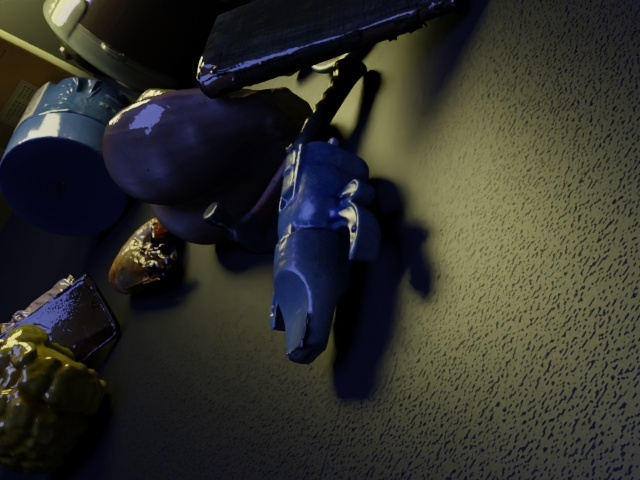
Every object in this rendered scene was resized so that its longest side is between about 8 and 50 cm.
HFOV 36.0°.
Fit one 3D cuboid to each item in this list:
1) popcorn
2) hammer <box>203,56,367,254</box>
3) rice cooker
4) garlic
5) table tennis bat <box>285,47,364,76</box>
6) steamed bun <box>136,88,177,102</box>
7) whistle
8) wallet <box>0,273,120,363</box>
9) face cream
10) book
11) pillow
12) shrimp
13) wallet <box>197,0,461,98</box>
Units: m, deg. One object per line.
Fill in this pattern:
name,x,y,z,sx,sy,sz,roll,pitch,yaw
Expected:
popcorn,-0.430,0.233,1.431,0.200,0.203,0.226,-59,13,-13
hammer,-0.024,-0.105,1.148,0.033,0.111,0.288,-10,46,57
rice cooker,-0.366,-0.472,1.973,0.325,0.335,0.335,-54,24,15
garlic,-0.181,-0.135,1.319,0.246,0.231,0.340,-61,29,5
table tennis bat,0.015,-0.279,1.335,0.244,0.040,0.153,-19,47,50
steamed bun,-0.237,-0.145,1.559,0.172,0.140,0.155,7,73,61
whistle,0.000,0.000,0.988,0.180,0.093,0.269,-42,35,48
wallet,-0.433,0.164,1.568,0.232,0.122,0.031,-34,-15,6
face cream,-0.481,-0.170,1.930,0.249,0.249,0.225,-43,29,34
book,-0.560,-0.258,2.019,0.269,0.389,0.032,-42,34,33
pillow,-0.503,0.159,1.656,0.248,0.049,0.135,-37,32,12
shrimp,-0.253,0.015,1.511,0.152,0.063,0.287,-55,20,-18
wallet,0.008,-0.265,1.149,0.317,0.044,0.169,-16,40,20
